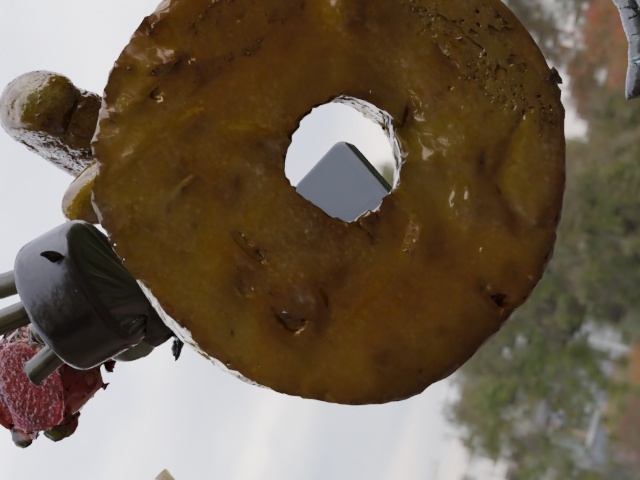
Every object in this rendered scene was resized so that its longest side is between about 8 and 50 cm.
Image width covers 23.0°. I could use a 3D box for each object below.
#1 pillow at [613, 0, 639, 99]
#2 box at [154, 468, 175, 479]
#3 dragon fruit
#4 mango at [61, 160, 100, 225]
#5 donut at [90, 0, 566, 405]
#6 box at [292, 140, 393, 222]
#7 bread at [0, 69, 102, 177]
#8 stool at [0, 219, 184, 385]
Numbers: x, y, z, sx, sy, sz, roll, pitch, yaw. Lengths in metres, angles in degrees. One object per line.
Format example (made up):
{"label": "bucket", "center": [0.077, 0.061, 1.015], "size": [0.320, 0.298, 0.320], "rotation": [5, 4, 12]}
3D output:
{"label": "pillow", "center": [0.450, -0.336, 2.028], "size": [0.101, 0.228, 0.326], "rotation": [-38, 64, 51]}
{"label": "box", "center": [-0.145, 0.322, 1.700], "size": [0.020, 0.073, 0.149], "rotation": [-23, -54, -21]}
{"label": "dragon fruit", "center": [-0.288, 0.133, 1.758], "size": [0.208, 0.133, 0.150], "rotation": [-42, 9, -16]}
{"label": "mango", "center": [-0.234, -0.050, 1.646], "size": [0.079, 0.057, 0.114], "rotation": [-51, -6, 30]}
{"label": "donut", "center": [0.004, -0.037, 0.897], "size": [0.108, 0.278, 0.277], "rotation": [134, 156, -70]}
{"label": "box", "center": [0.000, 0.000, 2.014], "size": [0.230, 0.160, 0.050], "rotation": [-46, -34, 11]}
{"label": "bread", "center": [-0.264, -0.116, 1.949], "size": [0.344, 0.124, 0.084], "rotation": [33, -115, -51]}
{"label": "stool", "center": [-0.210, 0.063, 1.417], "size": [0.217, 0.121, 0.125], "rotation": [34, -151, -56]}
